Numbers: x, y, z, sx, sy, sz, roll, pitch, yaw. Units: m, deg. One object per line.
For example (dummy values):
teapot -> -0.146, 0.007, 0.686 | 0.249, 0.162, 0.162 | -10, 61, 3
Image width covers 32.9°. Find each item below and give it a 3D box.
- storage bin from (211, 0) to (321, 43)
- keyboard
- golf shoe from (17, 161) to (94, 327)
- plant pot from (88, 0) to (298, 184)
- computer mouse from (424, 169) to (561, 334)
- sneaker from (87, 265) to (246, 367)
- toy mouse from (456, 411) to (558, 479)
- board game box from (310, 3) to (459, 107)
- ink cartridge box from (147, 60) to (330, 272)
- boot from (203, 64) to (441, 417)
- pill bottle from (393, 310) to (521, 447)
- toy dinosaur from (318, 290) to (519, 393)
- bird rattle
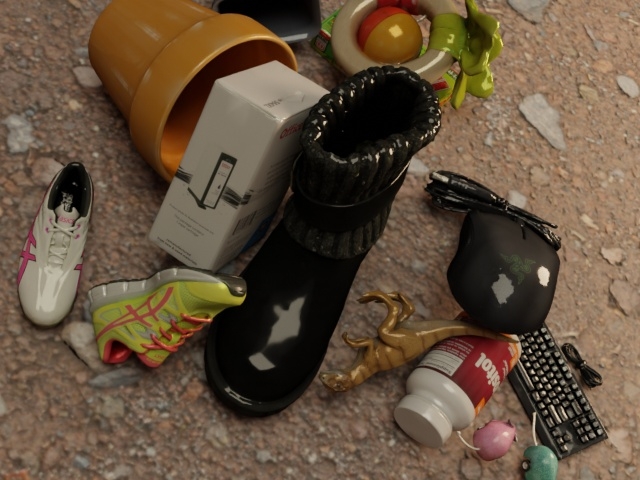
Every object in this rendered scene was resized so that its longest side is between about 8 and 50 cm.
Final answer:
storage bin -> -0.073, -0.302, 1.382 | 0.135, 0.098, 0.091 | -11, 47, -4
keyboard -> 0.275, 0.157, 1.268 | 0.108, 0.023, 0.180 | -18, 69, -22
golf shoe -> -0.287, 0.001, 1.170 | 0.067, 0.086, 0.186 | 9, 62, -11
plant pot -> -0.163, -0.193, 1.254 | 0.205, 0.205, 0.188 | -34, 59, -27
computer mouse -> 0.209, 0.004, 1.235 | 0.188, 0.072, 0.272 | 24, 30, -6
sneaker -> -0.157, 0.083, 1.121 | 0.081, 0.208, 0.094 | 17, 65, -48
toy mouse -> 0.218, 0.239, 1.183 | 0.161, 0.031, 0.143 | 48, 53, -11
board game box -> 0.086, -0.233, 1.412 | 0.181, 0.043, 0.092 | 42, 60, 9
ink cartridge box -> -0.085, -0.081, 1.169 | 0.086, 0.203, 0.148 | 33, 27, 11
boot -> -0.003, -0.003, 1.142 | 0.131, 0.260, 0.348 | 26, 59, 0
pill bottle -> 0.150, 0.154, 1.201 | 0.086, 0.086, 0.152 | 39, 61, 7
toy dinosaur -> 0.095, 0.105, 1.185 | 0.211, 0.064, 0.112 | -22, 72, 0
bird rattle -> 0.107, -0.275, 1.347 | 0.207, 0.143, 0.253 | -33, 71, -10
